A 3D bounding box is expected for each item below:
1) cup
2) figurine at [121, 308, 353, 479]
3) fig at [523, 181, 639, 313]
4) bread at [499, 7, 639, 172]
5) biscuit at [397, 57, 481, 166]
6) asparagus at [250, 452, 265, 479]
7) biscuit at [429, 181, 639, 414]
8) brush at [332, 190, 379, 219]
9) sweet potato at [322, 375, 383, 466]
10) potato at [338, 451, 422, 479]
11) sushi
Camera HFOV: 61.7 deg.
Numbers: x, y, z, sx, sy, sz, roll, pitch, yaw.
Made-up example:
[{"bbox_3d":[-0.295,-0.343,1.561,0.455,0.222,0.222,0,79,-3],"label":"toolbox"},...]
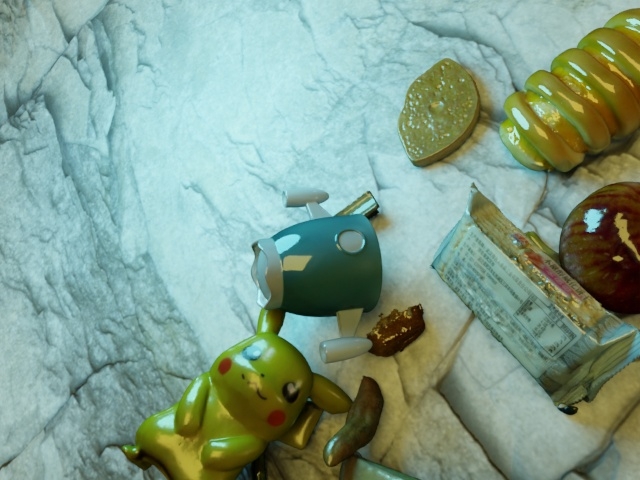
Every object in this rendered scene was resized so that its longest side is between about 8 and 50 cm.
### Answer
[{"bbox_3d":[-0.014,0.044,0.831,0.173,0.167,0.300,-5,61,-19],"label":"cup"},{"bbox_3d":[-0.112,0.259,0.800,0.327,0.169,0.218,-43,81,-7],"label":"figurine"},{"bbox_3d":[0.398,0.024,0.740,0.175,0.207,0.175,8,64,-18],"label":"fig"},{"bbox_3d":[0.428,-0.233,0.830,0.311,0.121,0.173,-36,62,6],"label":"bread"},{"bbox_3d":[0.214,-0.232,0.966,0.142,0.029,0.221,8,73,26],"label":"biscuit"},{"bbox_3d":[-0.097,0.345,0.863,0.034,0.027,0.236,-19,61,32],"label":"asparagus"},{"bbox_3d":[0.275,0.081,0.748,0.079,0.186,0.309,-22,56,-31],"label":"biscuit"},{"bbox_3d":[0.000,0.000,0.961,0.248,0.036,0.043,-36,57,13],"label":"brush"},{"bbox_3d":[0.054,0.269,0.777,0.053,0.182,0.054,21,118,16],"label":"sweet potato"},{"bbox_3d":[0.102,0.400,0.671,0.264,0.189,0.211,14,76,26],"label":"potato"},{"bbox_3d":[0.114,0.142,0.848,0.118,0.061,0.060,-25,52,-11],"label":"sushi"}]
